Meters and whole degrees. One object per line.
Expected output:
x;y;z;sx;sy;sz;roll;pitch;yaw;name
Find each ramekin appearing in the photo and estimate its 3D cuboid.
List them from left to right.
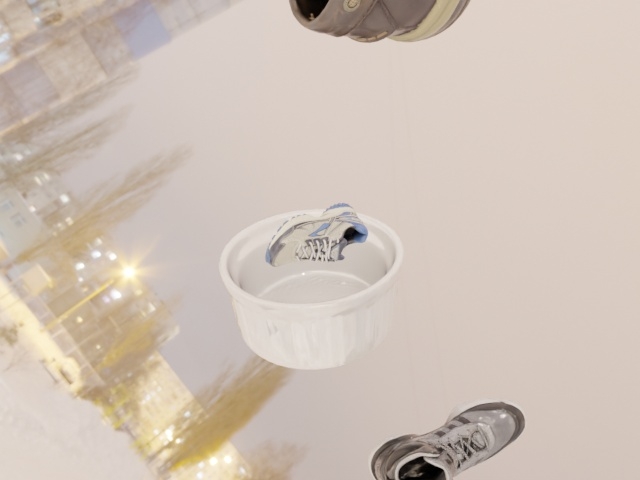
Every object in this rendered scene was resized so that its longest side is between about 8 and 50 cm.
-0.010;0.073;1.024;0.277;0.277;0.135;30;-46;43;ramekin

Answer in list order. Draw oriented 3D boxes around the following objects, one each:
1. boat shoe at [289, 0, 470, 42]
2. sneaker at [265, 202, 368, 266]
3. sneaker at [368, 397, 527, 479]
0.046;-0.276;0.369;0.132;0.130;0.355;37;-42;37;boat shoe
0.000;0.000;0.750;0.058;0.135;0.052;44;-37;30;sneaker
0.208;0.332;1.023;0.153;0.269;0.101;124;-54;-89;sneaker
